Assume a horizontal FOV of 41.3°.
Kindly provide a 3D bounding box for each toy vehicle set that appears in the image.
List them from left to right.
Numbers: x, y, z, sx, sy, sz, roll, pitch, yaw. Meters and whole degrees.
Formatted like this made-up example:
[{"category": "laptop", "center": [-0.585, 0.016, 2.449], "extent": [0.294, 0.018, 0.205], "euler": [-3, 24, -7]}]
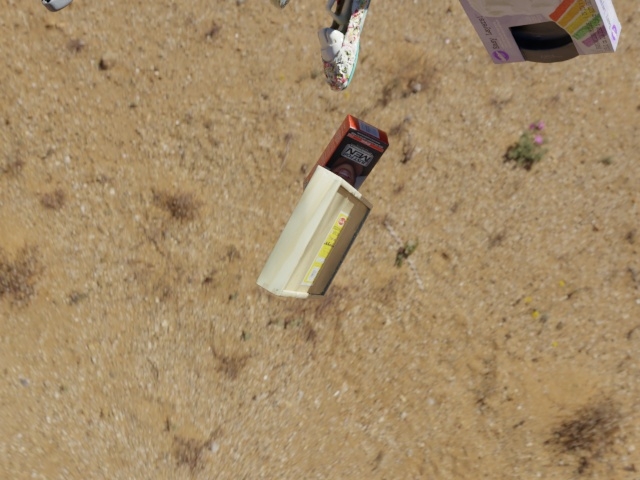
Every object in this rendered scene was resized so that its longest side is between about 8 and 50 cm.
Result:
[{"category": "toy vehicle set", "center": [0.000, 0.000, 1.165], "extent": [0.035, 0.267, 0.166], "euler": [29, 91, 13]}]

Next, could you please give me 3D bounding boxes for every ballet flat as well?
[{"category": "ballet flat", "center": [0.036, -0.397, 1.561], "extent": [0.077, 0.091, 0.241], "euler": [16, 87, -34]}]

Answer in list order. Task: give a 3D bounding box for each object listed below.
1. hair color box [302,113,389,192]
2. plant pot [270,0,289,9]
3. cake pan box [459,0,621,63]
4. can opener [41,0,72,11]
[{"category": "hair color box", "center": [0.037, -0.115, 1.295], "extent": [0.072, 0.141, 0.043], "euler": [23, 33, -19]}, {"category": "plant pot", "center": [-0.102, -0.397, 0.608], "extent": [0.334, 0.341, 0.341], "euler": [25, 66, -6]}, {"category": "cake pan box", "center": [0.387, -0.430, 1.533], "extent": [0.245, 0.267, 0.070], "euler": [5, 62, 37]}, {"category": "can opener", "center": [-0.489, -0.583, 1.689], "extent": [0.076, 0.095, 0.283], "euler": [14, 67, 30]}]
